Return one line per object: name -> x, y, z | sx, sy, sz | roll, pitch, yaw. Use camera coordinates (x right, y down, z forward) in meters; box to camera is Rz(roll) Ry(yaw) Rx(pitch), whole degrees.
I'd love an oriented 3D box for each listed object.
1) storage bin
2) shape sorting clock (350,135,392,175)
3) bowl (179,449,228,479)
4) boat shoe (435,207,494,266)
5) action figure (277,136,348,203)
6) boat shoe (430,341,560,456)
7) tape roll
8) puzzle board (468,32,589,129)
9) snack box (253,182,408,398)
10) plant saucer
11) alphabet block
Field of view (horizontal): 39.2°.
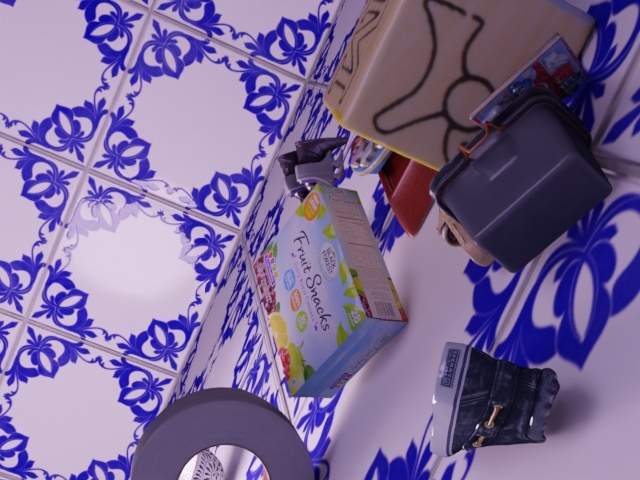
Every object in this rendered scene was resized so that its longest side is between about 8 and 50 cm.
storage bin -> 0.164, -0.046, 0.733 | 0.135, 0.098, 0.091 | -44, 30, 18
shape sorting clock -> 0.094, -0.184, 1.236 | 0.206, 0.040, 0.206 | -158, 90, -78
bowl -> -0.207, 0.438, 1.553 | 0.170, 0.080, 0.170 | -158, 90, -79
boat shoe -> 0.142, -0.021, 0.893 | 0.059, 0.063, 0.170 | -59, 14, 10
action figure -> 0.000, 0.000, 1.304 | 0.185, 0.099, 0.284 | 136, 129, -80
boat shoe -> 0.130, 0.133, 0.681 | 0.183, 0.083, 0.065 | 72, -146, -65
tape roll -> -0.120, 0.292, 1.092 | 0.072, 0.219, 0.219 | -159, 92, -78
puzzle board -> 0.185, -0.124, 0.779 | 0.096, 0.011, 0.128 | -44, -22, 16
snack box -> 0.005, 0.063, 1.114 | 0.174, 0.070, 0.207 | -50, 46, 37
plant saucer -> 0.143, -0.163, 1.198 | 0.259, 0.048, 0.258 | -63, 13, 18
alphabet block -> 0.132, -0.184, 0.936 | 0.197, 0.192, 0.193 | -63, 10, 13
